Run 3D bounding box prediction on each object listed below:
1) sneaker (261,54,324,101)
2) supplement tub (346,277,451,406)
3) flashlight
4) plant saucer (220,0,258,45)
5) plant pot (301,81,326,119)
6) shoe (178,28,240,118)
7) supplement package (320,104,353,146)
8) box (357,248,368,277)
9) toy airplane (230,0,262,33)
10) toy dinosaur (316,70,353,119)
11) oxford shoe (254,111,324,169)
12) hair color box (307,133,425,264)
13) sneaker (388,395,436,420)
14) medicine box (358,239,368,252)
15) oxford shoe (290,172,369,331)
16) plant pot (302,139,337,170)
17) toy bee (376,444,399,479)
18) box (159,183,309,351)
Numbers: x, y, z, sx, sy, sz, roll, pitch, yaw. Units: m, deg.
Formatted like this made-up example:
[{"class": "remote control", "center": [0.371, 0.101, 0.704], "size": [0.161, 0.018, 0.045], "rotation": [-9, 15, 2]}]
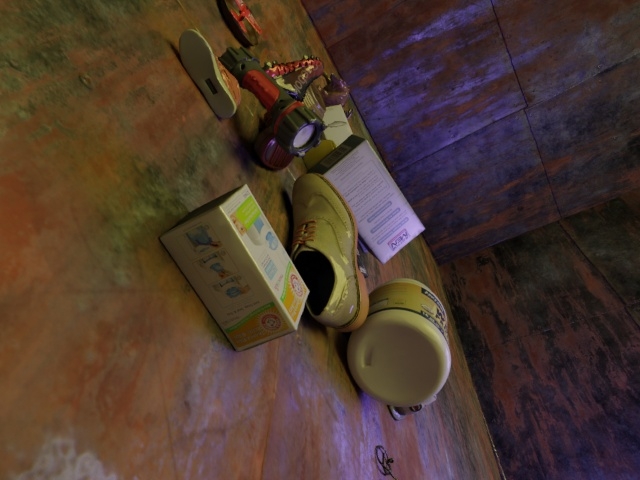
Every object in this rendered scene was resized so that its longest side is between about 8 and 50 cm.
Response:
[{"class": "sneaker", "center": [-0.080, -0.452, 1.307], "size": [0.276, 0.098, 0.135], "rotation": [-34, 112, -43]}, {"class": "supplement tub", "center": [0.198, 0.230, 1.120], "size": [0.228, 0.229, 0.316], "rotation": [64, 18, -7]}, {"class": "flashlight", "center": [-0.119, -0.309, 0.981], "size": [0.304, 0.103, 0.103], "rotation": [48, -7, 22]}, {"class": "plant saucer", "center": [-0.237, -0.633, 1.305], "size": [0.168, 0.029, 0.168], "rotation": [55, 22, -34]}, {"class": "plant pot", "center": [-0.056, -0.441, 1.452], "size": [0.237, 0.110, 0.237], "rotation": [55, 21, -34]}, {"class": "shoe", "center": [-0.221, -0.340, 0.922], "size": [0.081, 0.064, 0.177], "rotation": [-86, 152, -59]}, {"class": "supplement package", "center": [0.043, -0.365, 1.587], "size": [0.105, 0.105, 0.179], "rotation": [127, -55, -69]}, {"class": "box", "center": [0.064, 0.020, 1.307], "size": [0.191, 0.045, 0.184], "rotation": [26, 40, -65]}, {"class": "toy airplane", "center": [-0.216, -0.632, 1.268], "size": [0.151, 0.028, 0.151], "rotation": [53, 22, -32]}, {"class": "toy dinosaur", "center": [0.050, -0.513, 1.676], "size": [0.201, 0.295, 0.127], "rotation": [24, 58, -6]}, {"class": "oxford shoe", "center": [-0.103, -0.271, 1.149], "size": [0.130, 0.123, 0.348], "rotation": [34, 24, 3]}, {"class": "hair color box", "center": [0.149, -0.123, 1.417], "size": [0.374, 0.185, 0.113], "rotation": [51, -2, -27]}, {"class": "sneaker", "center": [0.265, 0.355, 1.297], "size": [0.122, 0.146, 0.330], "rotation": [57, 18, -24]}, {"class": "medicine box", "center": [0.169, -0.150, 1.660], "size": [0.289, 0.149, 0.263], "rotation": [60, 18, -18]}, {"class": "oxford shoe", "center": [0.000, 0.000, 1.000], "size": [0.147, 0.141, 0.396], "rotation": [26, 40, -54]}, {"class": "plant pot", "center": [0.009, -0.266, 1.433], "size": [0.134, 0.095, 0.134], "rotation": [55, 20, -31]}, {"class": "toy bee", "center": [0.227, 0.559, 0.889], "size": [0.298, 0.162, 0.195], "rotation": [68, 19, 5]}, {"class": "box", "center": [-0.114, 0.040, 0.659], "size": [0.203, 0.103, 0.114], "rotation": [61, 18, -16]}]
